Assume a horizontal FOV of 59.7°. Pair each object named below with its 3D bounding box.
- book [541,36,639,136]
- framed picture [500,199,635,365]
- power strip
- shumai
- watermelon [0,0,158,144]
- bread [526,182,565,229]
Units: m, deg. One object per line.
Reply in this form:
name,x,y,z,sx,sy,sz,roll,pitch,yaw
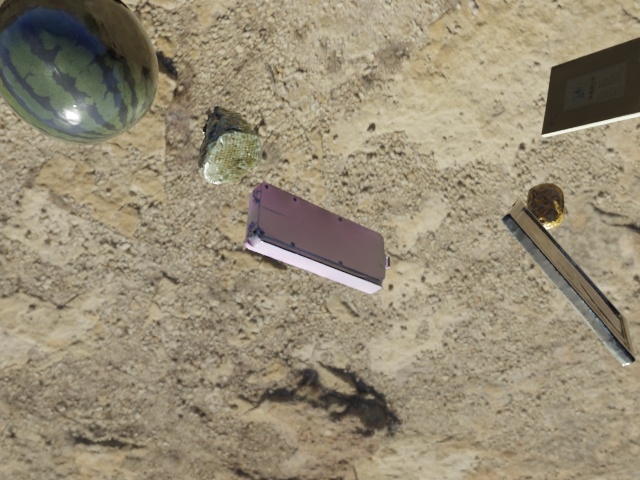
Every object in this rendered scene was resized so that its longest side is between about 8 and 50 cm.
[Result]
book,0.723,-0.397,1.441,0.021,0.217,0.310,19,167,-31
framed picture,0.367,0.051,0.835,0.023,0.189,0.260,-43,80,25
power strip,0.000,0.000,0.904,0.278,0.109,0.037,22,143,-31
shumai,-0.251,-0.238,1.365,0.142,0.184,0.184,37,128,30
watermelon,-0.324,-0.233,0.734,0.212,0.212,0.212,2,123,3
bread,0.518,-0.079,1.282,0.083,0.111,0.044,-4,166,38
